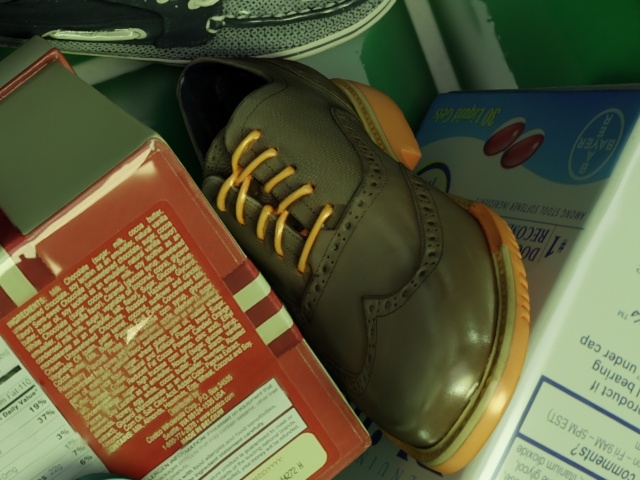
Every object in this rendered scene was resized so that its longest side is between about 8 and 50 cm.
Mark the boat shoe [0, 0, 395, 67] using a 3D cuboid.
[{"bbox_3d":[-0.099,-0.165,0.988,0.341,0.158,0.127,-5,91,-13],"label":"boat shoe"}]

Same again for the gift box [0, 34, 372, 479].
[{"bbox_3d":[-0.155,0.076,0.932,0.255,0.258,0.276,-34,119,-11],"label":"gift box"}]

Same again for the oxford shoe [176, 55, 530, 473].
[{"bbox_3d":[0.000,0.000,0.912,0.133,0.363,0.130,22,106,-26],"label":"oxford shoe"}]

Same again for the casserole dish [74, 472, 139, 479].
[{"bbox_3d":[-0.081,0.180,0.833,0.188,0.037,0.114,35,91,-30],"label":"casserole dish"}]

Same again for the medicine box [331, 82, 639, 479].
[{"bbox_3d":[0.117,0.070,0.977,0.149,0.263,0.289,30,83,-21],"label":"medicine box"}]

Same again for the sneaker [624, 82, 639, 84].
[{"bbox_3d":[0.252,-0.043,1.066,0.071,0.191,0.083,-45,128,-17],"label":"sneaker"}]
